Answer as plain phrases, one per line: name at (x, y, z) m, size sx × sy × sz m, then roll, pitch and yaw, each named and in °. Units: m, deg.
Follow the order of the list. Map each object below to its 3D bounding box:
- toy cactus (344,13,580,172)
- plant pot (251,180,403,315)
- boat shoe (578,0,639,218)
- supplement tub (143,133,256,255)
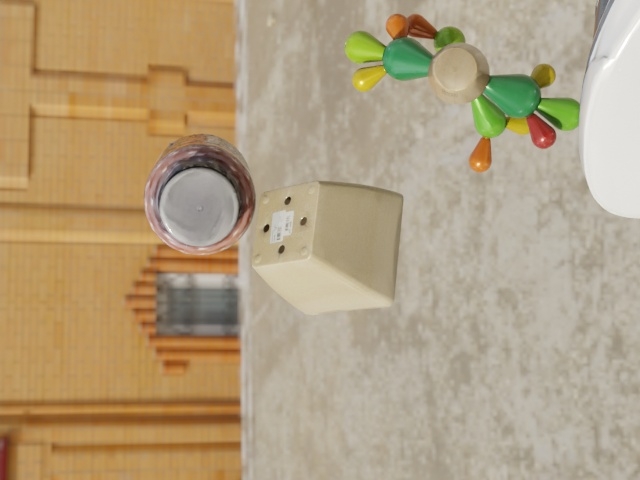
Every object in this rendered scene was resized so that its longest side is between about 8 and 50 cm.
toy cactus at (0.112, -0.132, 0.936) m, size 0.112 × 0.219 × 0.180 m, roll -61°, pitch -7°, yaw 9°
plant pot at (0.000, 0.000, 0.998) m, size 0.109 × 0.096 × 0.109 m, roll -9°, pitch 67°, yaw 41°
boat shoe at (0.195, -0.159, 0.575) m, size 0.102 × 0.108 × 0.301 m, roll -99°, pitch 12°, yaw -58°
supplement tub at (-0.114, -0.044, 1.051) m, size 0.198 × 0.106 × 0.106 m, roll -122°, pitch 35°, yaw -78°
